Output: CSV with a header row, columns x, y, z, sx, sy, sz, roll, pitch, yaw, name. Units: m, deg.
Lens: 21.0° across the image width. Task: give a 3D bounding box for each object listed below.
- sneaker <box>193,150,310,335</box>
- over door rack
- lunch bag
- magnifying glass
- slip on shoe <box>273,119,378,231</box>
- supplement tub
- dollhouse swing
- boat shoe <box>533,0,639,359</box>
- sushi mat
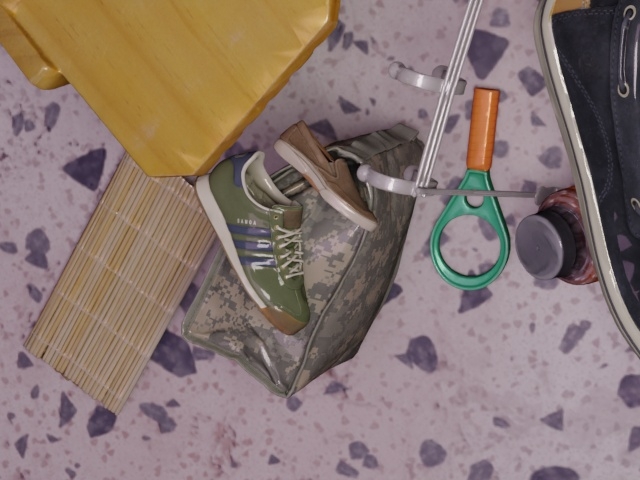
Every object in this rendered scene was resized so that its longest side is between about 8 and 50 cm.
x,y,z,sx,sy,sz,roll,pitch,yaw,name
-0.049,-0.004,1.759,0.086,0.064,0.192,-34,82,27,sneaker
0.186,-0.155,1.807,0.108,0.324,0.239,28,107,44,over door rack
0.000,0.000,1.905,0.169,0.235,0.287,31,107,13,lunch bag
0.176,-0.057,1.954,0.092,0.026,0.231,9,101,16,magnifying glass
0.012,-0.065,1.743,0.135,0.051,0.041,44,97,14,slip on shoe
0.299,-0.014,1.823,0.106,0.198,0.106,23,120,48,supplement tub
-0.125,-0.271,1.863,0.305,0.315,0.347,43,108,3,dollhouse swing
0.365,-0.041,1.716,0.156,0.187,0.500,-8,106,53,boat shoe
-0.238,0.049,2.095,0.151,0.019,0.316,33,110,8,sushi mat
